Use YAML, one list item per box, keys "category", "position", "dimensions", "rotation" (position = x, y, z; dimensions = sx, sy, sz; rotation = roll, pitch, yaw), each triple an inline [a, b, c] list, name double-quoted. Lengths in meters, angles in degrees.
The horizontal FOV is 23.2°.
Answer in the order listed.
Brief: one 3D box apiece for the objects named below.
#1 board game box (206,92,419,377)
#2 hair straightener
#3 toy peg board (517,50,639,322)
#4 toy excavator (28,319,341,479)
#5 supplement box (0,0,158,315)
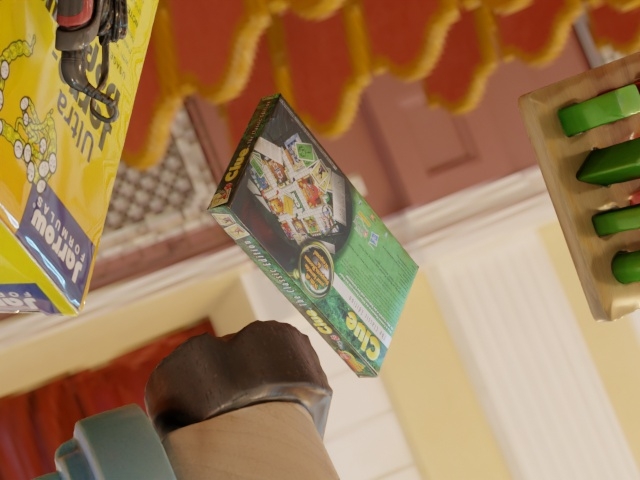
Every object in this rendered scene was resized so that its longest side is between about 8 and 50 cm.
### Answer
- category: "board game box"
  position: [0.000, 0.000, 1.451]
  dimensions: [0.030, 0.260, 0.136]
  rotation: [-8, -134, 37]
- category: "hair straightener"
  position: [-0.125, -0.183, 0.944]
  dimensions: [0.047, 0.230, 0.089]
  rotation: [-4, 175, 16]
- category: "toy peg board"
  position: [0.238, -0.049, 1.036]
  dimensions: [0.160, 0.161, 0.079]
  rotation: [-21, -176, -27]
- category: "toy excavator"
  position: [-0.183, 0.286, 0.938]
  dimensions: [0.445, 0.222, 0.433]
  rotation: [-14, 145, -14]
- category: "supplement box"
  position: [-0.243, -0.147, 1.046]
  dimensions: [0.194, 0.356, 0.195]
  rotation: [-2, 149, 18]
